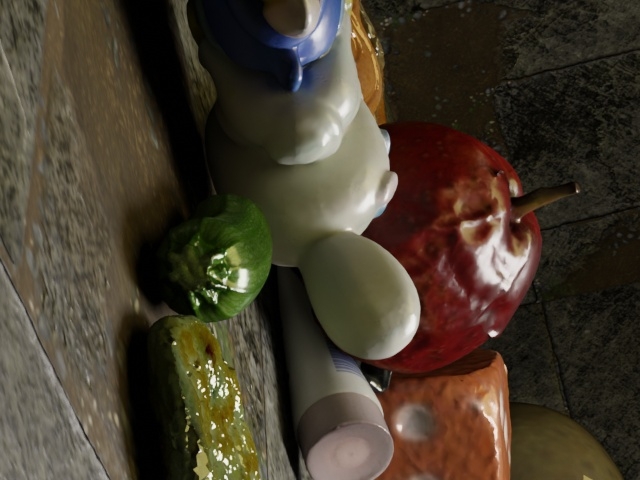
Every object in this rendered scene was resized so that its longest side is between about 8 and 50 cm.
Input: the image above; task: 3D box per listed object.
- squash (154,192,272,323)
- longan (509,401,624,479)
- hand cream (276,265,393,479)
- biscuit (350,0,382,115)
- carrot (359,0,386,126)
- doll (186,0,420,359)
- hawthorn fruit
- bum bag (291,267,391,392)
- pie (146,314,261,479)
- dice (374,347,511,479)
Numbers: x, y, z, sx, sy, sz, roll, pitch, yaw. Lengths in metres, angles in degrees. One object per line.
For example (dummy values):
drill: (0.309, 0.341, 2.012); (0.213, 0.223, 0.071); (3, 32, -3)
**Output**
squash: (-0.072, 0.012, 1.200); (0.219, 0.068, 0.077); (-54, 125, -81)
longan: (0.271, 0.395, 2.390); (0.361, 0.361, 0.361); (-13, 90, -83)
hand cream: (-0.001, 0.121, 1.623); (0.248, 0.083, 0.133); (-112, -177, -55)
biscuit: (-0.006, -0.208, 1.889); (0.202, 0.047, 0.333); (-9, 88, -50)
carrot: (0.016, -0.147, 2.032); (0.139, 0.139, 0.302); (-6, 91, -83)
doll: (-0.019, -0.134, 1.353); (0.376, 0.187, 0.365); (34, -39, 48)
hawthorn fruit: (0.109, -0.011, 1.568); (0.230, 0.266, 0.210); (50, 25, -28)
bum bag: (0.000, 0.000, 1.730); (0.144, 0.095, 0.340); (-110, 179, -58)
pie: (-0.073, 0.135, 1.078); (0.187, 0.041, 0.187); (-13, 90, -83)
dice: (0.116, 0.216, 1.872); (0.174, 0.175, 0.179); (-41, 129, -78)
